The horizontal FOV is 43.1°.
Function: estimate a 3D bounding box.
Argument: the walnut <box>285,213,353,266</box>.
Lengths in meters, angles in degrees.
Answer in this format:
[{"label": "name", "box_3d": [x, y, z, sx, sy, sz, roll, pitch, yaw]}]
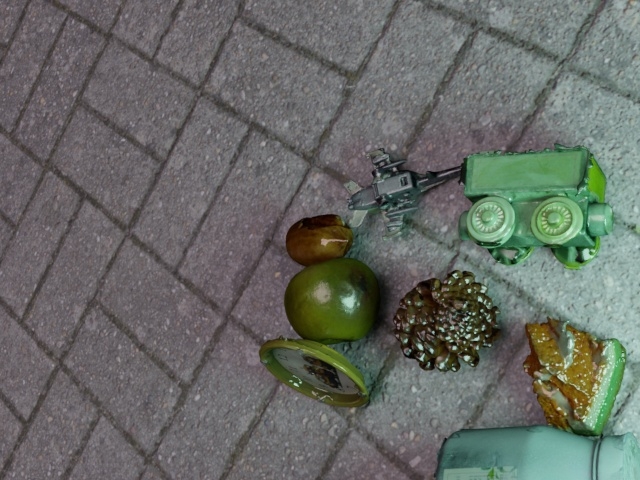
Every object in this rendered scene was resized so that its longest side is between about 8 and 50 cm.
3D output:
[{"label": "walnut", "box_3d": [0.000, 0.000, 1.651, 0.207, 0.115, 0.116, -1, 80, 62]}]

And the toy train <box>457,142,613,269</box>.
[{"label": "toy train", "box_3d": [0.372, -0.059, 1.415, 0.271, 0.159, 0.188, -1, 71, 33]}]

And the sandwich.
[{"label": "sandwich", "box_3d": [0.410, 0.228, 1.336, 0.109, 0.160, 0.185, -1, 73, 52]}]

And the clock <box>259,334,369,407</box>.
[{"label": "clock", "box_3d": [-0.007, 0.247, 1.583, 0.237, 0.237, 0.057, 6, 56, 34]}]

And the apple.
[{"label": "apple", "box_3d": [0.026, 0.121, 1.583, 0.196, 0.196, 0.157, -15, 72, 30]}]

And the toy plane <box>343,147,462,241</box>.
[{"label": "toy plane", "box_3d": [0.168, -0.110, 1.591, 0.262, 0.088, 0.192, -21, 70, 28]}]

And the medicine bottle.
[{"label": "medicine bottle", "box_3d": [0.360, 0.411, 1.286, 0.290, 0.245, 0.245, -14, 74, 30]}]

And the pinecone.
[{"label": "pinecone", "box_3d": [0.225, 0.153, 1.471, 0.195, 0.150, 0.179, -26, 69, 27]}]
